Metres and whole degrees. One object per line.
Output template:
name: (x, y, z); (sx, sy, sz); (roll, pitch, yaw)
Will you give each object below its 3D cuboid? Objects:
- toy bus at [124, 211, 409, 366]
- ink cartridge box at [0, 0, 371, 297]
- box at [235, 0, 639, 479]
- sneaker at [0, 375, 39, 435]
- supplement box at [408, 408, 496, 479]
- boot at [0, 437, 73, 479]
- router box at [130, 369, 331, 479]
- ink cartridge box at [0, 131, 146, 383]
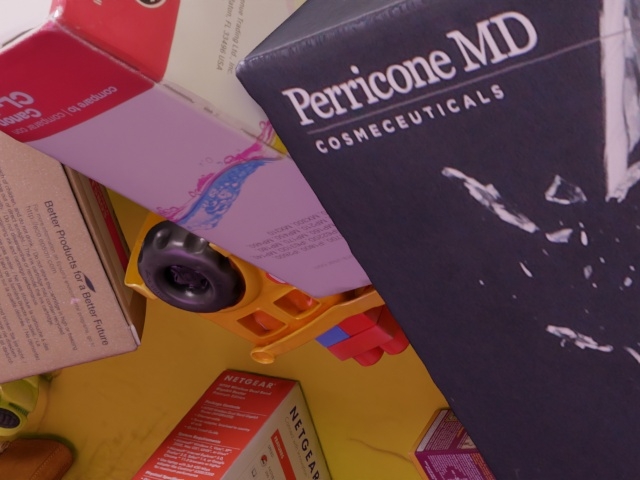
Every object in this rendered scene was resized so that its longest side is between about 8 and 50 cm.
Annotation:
toy bus: (0.000, 0.000, 1.237); (0.211, 0.149, 0.220); (39, 138, -18)
ink cartridge box: (-0.051, -0.129, 0.983); (0.131, 0.226, 0.306); (-17, 144, 40)
box: (0.304, -0.023, 0.870); (0.480, 0.297, 0.471); (-16, 113, 44)
sneaker: (-0.386, 0.074, 1.624); (0.295, 0.109, 0.123); (38, 162, 0)
supplement box: (0.120, 0.163, 1.342); (0.083, 0.055, 0.043); (-8, 121, 41)
boot: (-0.380, 0.299, 1.710); (0.295, 0.211, 0.104); (-22, 109, 39)
router box: (-0.082, 0.335, 1.454); (0.082, 0.301, 0.335); (6, 128, 33)
ink cartridge box: (-0.254, -0.013, 1.255); (0.193, 0.088, 0.234); (-14, 117, 7)
